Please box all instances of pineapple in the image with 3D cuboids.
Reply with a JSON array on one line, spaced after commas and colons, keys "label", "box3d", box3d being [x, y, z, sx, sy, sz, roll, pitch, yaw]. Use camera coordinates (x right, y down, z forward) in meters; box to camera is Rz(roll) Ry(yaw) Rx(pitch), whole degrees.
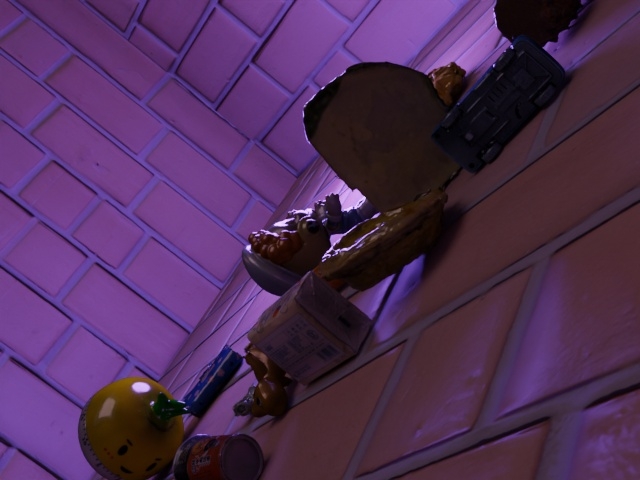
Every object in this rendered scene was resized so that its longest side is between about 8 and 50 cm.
[{"label": "pineapple", "box3d": [0.493, -0.530, 1.728, 0.364, 0.165, 0.165, -47, 5, -33]}]

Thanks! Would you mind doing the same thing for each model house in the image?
[{"label": "model house", "box3d": [0.135, -0.223, 1.751, 0.261, 0.321, 0.266, -44, 8, 7]}]

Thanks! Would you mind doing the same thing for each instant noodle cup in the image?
[{"label": "instant noodle cup", "box3d": [-0.169, 0.385, 1.442, 0.135, 0.127, 0.127, -29, 23, 48]}]

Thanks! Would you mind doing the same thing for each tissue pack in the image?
[{"label": "tissue pack", "box3d": [-0.022, 0.158, 1.480, 0.196, 0.148, 0.092, -41, 11, 49]}]

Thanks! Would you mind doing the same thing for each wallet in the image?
[{"label": "wallet", "box3d": [-0.292, 0.377, 2.271, 0.202, 0.059, 0.141, -53, 7, -7]}]

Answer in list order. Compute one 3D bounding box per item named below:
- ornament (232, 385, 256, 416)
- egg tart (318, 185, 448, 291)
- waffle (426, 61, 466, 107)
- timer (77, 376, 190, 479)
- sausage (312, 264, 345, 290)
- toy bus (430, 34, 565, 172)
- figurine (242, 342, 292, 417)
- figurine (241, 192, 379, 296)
[{"label": "ornament", "box3d": [-0.149, 0.338, 1.759, 0.068, 0.041, 0.092, -46, -1, -4]}, {"label": "egg tart", "box3d": [0.119, 0.002, 1.479, 0.278, 0.095, 0.279, -32, 4, 3]}, {"label": "waffle", "box3d": [0.245, -0.320, 2.293, 0.382, 0.095, 0.379, -57, 12, -19]}, {"label": "timer", "box3d": [-0.444, 0.456, 2.119, 0.285, 0.285, 0.285, -50, 9, 10]}, {"label": "sausage", "box3d": [0.039, 0.062, 1.818, 0.234, 0.071, 0.071, -42, 13, 47]}, {"label": "toy bus", "box3d": [0.319, -0.250, 1.513, 0.246, 0.113, 0.134, -49, 3, 28]}, {"label": "figurine", "box3d": [-0.080, 0.253, 1.588, 0.122, 0.121, 0.176, -36, 32, 24]}, {"label": "figurine", "box3d": [0.008, -0.001, 1.975, 0.381, 0.205, 0.224, -31, 6, 2]}]
